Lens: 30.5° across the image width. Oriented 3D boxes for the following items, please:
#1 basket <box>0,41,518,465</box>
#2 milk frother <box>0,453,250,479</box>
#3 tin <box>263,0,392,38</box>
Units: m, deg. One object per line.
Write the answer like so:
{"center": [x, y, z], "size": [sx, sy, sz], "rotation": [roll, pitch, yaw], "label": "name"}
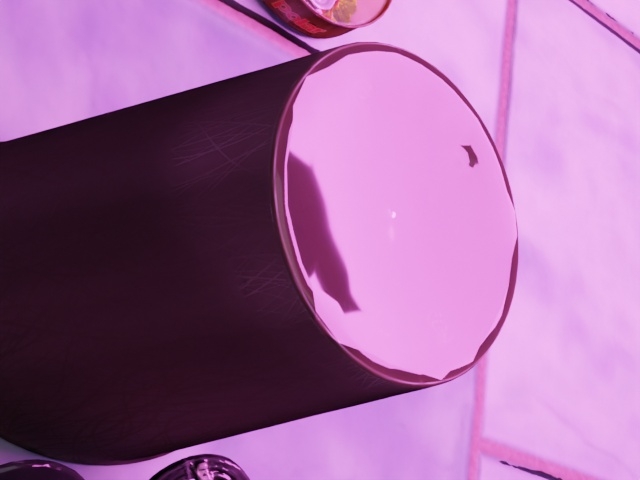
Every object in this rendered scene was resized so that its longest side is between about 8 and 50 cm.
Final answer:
{"center": [-0.044, 0.010, 0.500], "size": [0.204, 0.227, 0.154], "rotation": [27, 62, -34], "label": "basket"}
{"center": [-0.072, 0.156, 0.479], "size": [0.143, 0.135, 0.129], "rotation": [-35, 134, -13], "label": "milk frother"}
{"center": [0.008, -0.214, 0.739], "size": [0.106, 0.040, 0.190], "rotation": [28, 61, -30], "label": "tin"}
